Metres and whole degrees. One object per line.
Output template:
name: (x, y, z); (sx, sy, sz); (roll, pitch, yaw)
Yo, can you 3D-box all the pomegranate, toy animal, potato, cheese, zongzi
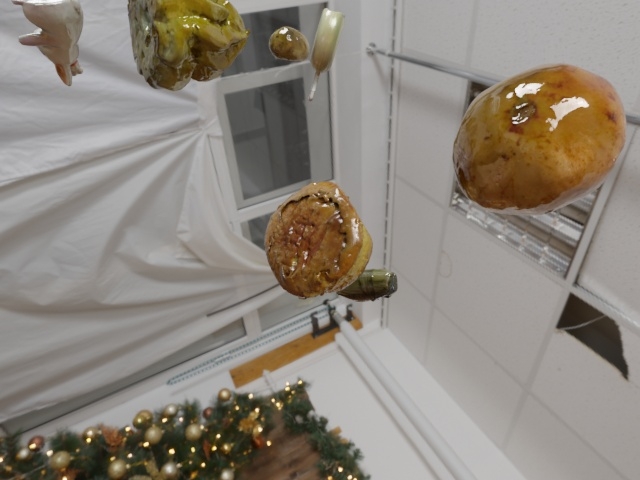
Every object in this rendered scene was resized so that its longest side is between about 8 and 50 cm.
pomegranate: (0.330, -0.150, 0.655); (0.248, 0.248, 0.248); (51, -28, 41)
toy animal: (-0.693, -0.526, 1.079); (0.282, 0.138, 0.140); (-42, -139, 50)
potato: (-0.127, -0.821, 1.755); (0.137, 0.176, 0.137); (172, -90, -71)
cheese: (0.004, -0.479, 1.094); (0.137, 0.064, 0.227); (-89, -165, -69)
zongzi: (0.197, 0.175, 1.506); (0.221, 0.242, 0.112); (-4, -112, 32)

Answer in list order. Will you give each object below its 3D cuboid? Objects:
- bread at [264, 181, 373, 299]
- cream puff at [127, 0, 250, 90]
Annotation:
bread: (0.000, 0.003, 1.296); (0.337, 0.204, 0.358); (-41, -127, 23)
cream puff: (-0.349, -0.553, 1.109); (0.324, 0.257, 0.291); (-30, -108, 54)
